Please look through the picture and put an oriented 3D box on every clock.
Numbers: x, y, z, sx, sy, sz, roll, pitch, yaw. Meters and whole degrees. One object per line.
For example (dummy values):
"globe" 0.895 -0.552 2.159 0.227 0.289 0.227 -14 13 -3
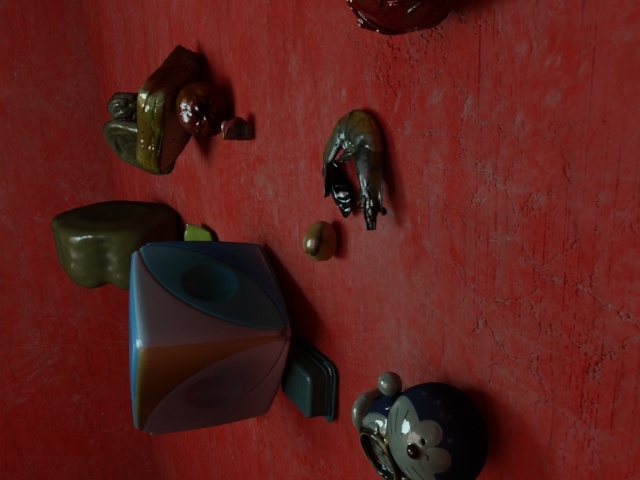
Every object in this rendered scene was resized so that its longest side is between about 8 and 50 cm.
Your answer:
"clock" 0.154 0.305 0.775 0.243 0.146 0.200 -28 82 61

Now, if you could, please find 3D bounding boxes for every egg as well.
"egg" 0.000 0.000 0.980 0.071 0.071 0.083 39 117 45

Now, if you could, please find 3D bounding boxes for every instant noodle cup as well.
"instant noodle cup" -0.035 0.336 1.150 0.179 0.070 0.157 28 121 52

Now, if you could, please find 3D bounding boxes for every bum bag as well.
"bum bag" 0.034 -0.103 0.924 0.125 0.034 0.058 62 151 24

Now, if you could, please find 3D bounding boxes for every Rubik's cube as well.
"Rubik's cube" -0.289 0.229 1.193 0.352 0.347 0.352 -117 34 -48

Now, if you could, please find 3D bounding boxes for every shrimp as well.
"shrimp" 0.056 -0.119 0.853 0.150 0.051 0.217 -14 78 47

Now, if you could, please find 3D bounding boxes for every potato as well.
"potato" -0.389 0.016 1.595 0.198 0.054 0.120 38 105 38

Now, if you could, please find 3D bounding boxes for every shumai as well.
"shumai" -0.704 -0.461 1.811 0.218 0.183 0.186 28 121 58

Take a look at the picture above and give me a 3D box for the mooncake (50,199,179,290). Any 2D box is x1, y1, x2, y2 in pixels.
"mooncake" -0.772 0.010 1.846 0.467 0.466 0.263 30 121 50

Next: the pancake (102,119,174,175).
"pancake" -0.671 -0.337 1.778 0.294 0.294 0.050 -24 40 57

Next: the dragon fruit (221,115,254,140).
"dragon fruit" -0.213 -0.281 1.207 0.056 0.083 0.060 34 125 54

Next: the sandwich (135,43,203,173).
"sandwich" -0.443 -0.367 1.396 0.099 0.271 0.301 24 136 -2

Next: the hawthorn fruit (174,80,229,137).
"hawthorn fruit" -0.325 -0.357 1.309 0.172 0.148 0.148 -139 45 -66

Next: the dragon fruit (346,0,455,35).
"dragon fruit" 0.109 -0.352 0.607 0.209 0.172 0.173 16 114 63
